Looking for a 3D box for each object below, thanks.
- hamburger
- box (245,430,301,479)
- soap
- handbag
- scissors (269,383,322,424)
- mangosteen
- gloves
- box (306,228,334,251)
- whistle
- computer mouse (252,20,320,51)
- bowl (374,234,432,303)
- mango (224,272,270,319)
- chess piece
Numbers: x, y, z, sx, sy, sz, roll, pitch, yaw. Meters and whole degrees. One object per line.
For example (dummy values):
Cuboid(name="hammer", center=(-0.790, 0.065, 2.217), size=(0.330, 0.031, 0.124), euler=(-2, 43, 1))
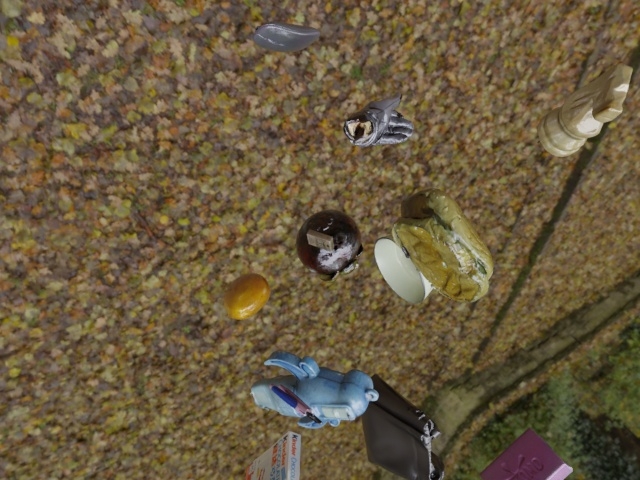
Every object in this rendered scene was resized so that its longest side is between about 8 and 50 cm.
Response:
Cuboid(name="hamburger", center=(0.300, 0.007, 1.230), size=(0.134, 0.285, 0.265), euler=(-42, -172, -18))
Cuboid(name="box", center=(-0.143, 0.715, 1.415), size=(0.048, 0.273, 0.265), euler=(28, 123, -20))
Cuboid(name="soap", center=(0.703, 0.800, 1.752), size=(0.259, 0.181, 0.081), euler=(-44, 120, 3))
Cuboid(name="handbag", center=(0.221, 0.532, 1.391), size=(0.113, 0.257, 0.285), euler=(-26, 118, -33))
Cuboid(name="scissors", center=(-0.040, 0.279, 0.867), size=(0.039, 0.113, 0.012), euler=(28, 91, -55))
Cuboid(name="mangosteen", center=(0.039, 0.021, 2.329), size=(0.330, 0.330, 0.330), euler=(-24, 141, -22))
Cuboid(name="gloves", center=(0.149, -0.300, 1.276), size=(0.285, 0.119, 0.142), euler=(-18, 132, -52))
Cuboid(name="box", center=(0.000, 0.000, 1.595), size=(0.024, 0.083, 0.053), euler=(-55, 152, -30))
Cuboid(name="whistle", center=(-0.015, 0.283, 0.938), size=(0.093, 0.269, 0.180), euler=(-52, 127, -48))
Cuboid(name="computer mouse", center=(-0.104, -0.647, 1.626), size=(0.232, 0.057, 0.120), euler=(-11, 175, -41))
Cuboid(name="bowl", center=(0.287, 0.069, 1.599), size=(0.126, 0.238, 0.238), euler=(-30, 143, -22))
Cuboid(name="mango", center=(-0.247, 0.190, 1.716), size=(0.154, 0.252, 0.126), euler=(-22, 101, 9))
Cuboid(name="chess piece", center=(0.684, -0.331, 1.305), size=(0.137, 0.137, 0.301), euler=(-34, 171, -10))
